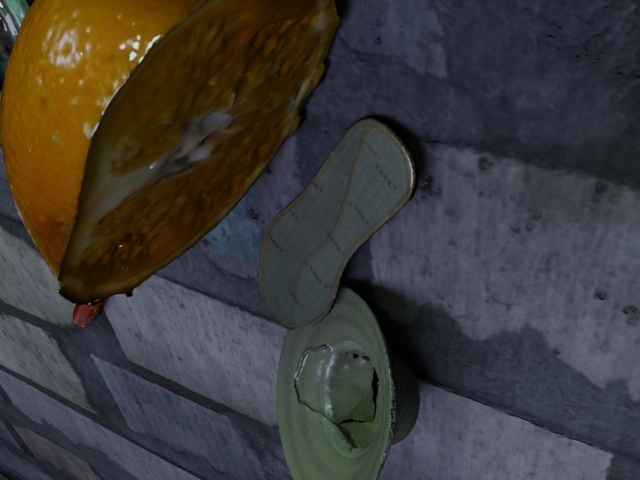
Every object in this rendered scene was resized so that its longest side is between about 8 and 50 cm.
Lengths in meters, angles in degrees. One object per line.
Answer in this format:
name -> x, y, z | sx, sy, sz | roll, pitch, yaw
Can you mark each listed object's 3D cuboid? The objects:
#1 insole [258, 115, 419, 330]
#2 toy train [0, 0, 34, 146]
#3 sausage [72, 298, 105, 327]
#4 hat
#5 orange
insole -> 0.000, 0.000, 0.703 | 0.119, 0.009, 0.348 | 52, 143, 11
toy train -> -0.291, -0.215, 0.652 | 0.221, 0.150, 0.304 | 44, 145, 10
sausage -> -0.388, 0.114, 1.134 | 0.048, 0.050, 0.145 | 5, 151, -26
hat -> 0.052, 0.178, 0.776 | 0.110, 0.252, 0.252 | 7, 155, -30
orange -> -0.118, -0.085, 0.536 | 0.274, 0.274, 0.310 | 16, 132, 27
